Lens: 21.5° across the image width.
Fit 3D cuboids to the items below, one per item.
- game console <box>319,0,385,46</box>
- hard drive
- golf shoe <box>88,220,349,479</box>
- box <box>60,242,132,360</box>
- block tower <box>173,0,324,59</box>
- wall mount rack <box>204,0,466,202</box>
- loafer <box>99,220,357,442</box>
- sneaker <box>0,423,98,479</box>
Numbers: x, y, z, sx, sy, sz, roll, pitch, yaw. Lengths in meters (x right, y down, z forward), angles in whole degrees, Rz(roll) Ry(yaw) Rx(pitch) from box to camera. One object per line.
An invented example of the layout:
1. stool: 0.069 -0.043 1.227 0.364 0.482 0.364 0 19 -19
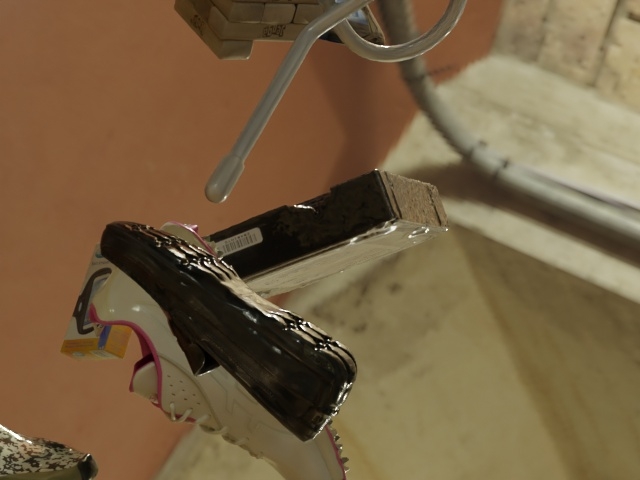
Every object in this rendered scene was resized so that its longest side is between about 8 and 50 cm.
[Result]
1. game console: -0.040 -0.352 1.648 0.173 0.293 0.250 -16 -29 -20
2. hard drive: 0.000 0.000 1.826 0.339 0.237 0.064 3 -113 -77
3. golf shoe: -0.093 0.136 1.539 0.140 0.306 0.115 -35 1 -16
4. box: -0.205 0.051 1.659 0.028 0.081 0.136 28 -112 -36
5. block tower: -0.023 -0.310 1.310 0.097 0.091 0.335 -3 -55 -32
6. wall mount rack: -0.017 -0.208 1.135 0.304 0.130 0.350 -35 -53 0
7. loafer: -0.077 0.063 1.224 0.078 0.223 0.076 -59 -17 12
8. sneaker: -0.399 0.147 1.534 0.158 0.410 0.182 -47 -34 -71
